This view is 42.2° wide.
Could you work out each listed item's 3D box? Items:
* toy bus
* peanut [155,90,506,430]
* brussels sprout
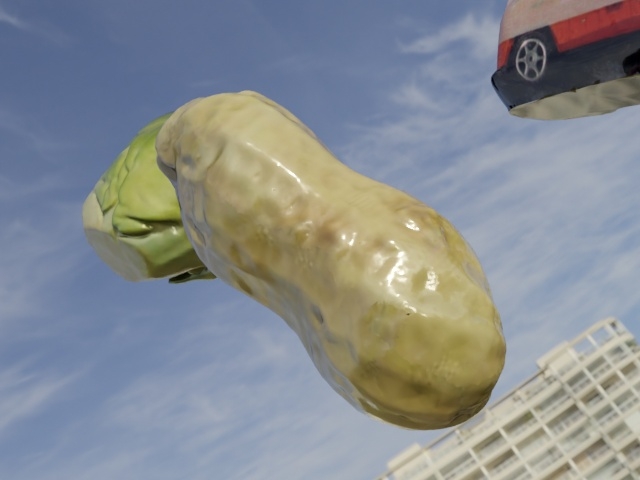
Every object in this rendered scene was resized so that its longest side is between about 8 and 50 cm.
[{"bbox_3d":[0.292,-0.197,0.721,0.128,0.147,0.303,10,-8,-36],"label":"toy bus"},{"bbox_3d":[0.000,0.000,0.532,0.130,0.290,0.130,-39,-26,-24],"label":"peanut"},{"bbox_3d":[-0.187,-0.061,1.293,0.344,0.268,0.344,-37,-1,0],"label":"brussels sprout"}]
